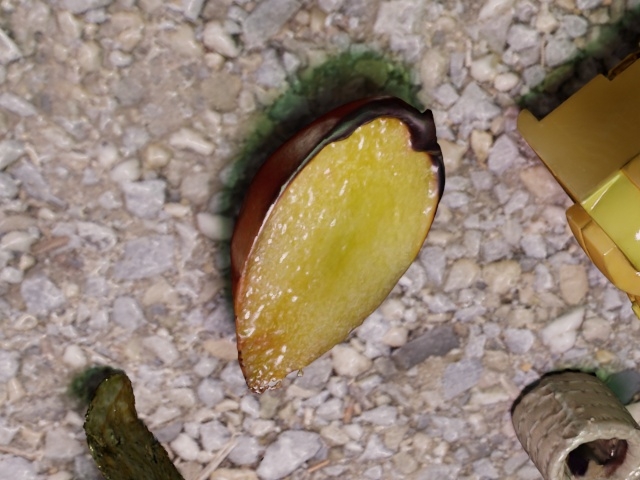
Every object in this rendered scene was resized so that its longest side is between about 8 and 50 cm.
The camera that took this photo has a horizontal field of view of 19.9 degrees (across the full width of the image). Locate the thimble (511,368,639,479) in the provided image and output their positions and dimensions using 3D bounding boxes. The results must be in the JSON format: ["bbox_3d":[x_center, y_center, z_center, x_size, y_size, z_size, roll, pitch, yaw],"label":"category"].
[{"bbox_3d":[0.246,0.186,1.729,0.102,0.090,0.115,-42,132,9],"label":"thimble"}]

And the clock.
[{"bbox_3d":[0.344,-0.037,1.568,0.244,0.200,0.317,-37,139,6],"label":"clock"}]

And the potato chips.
[{"bbox_3d":[-0.140,0.209,1.540,0.026,0.142,0.209,-18,91,18],"label":"potato chips"}]

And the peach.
[{"bbox_3d":[-0.001,-0.003,1.492,0.189,0.068,0.279,17,111,-43],"label":"peach"}]
